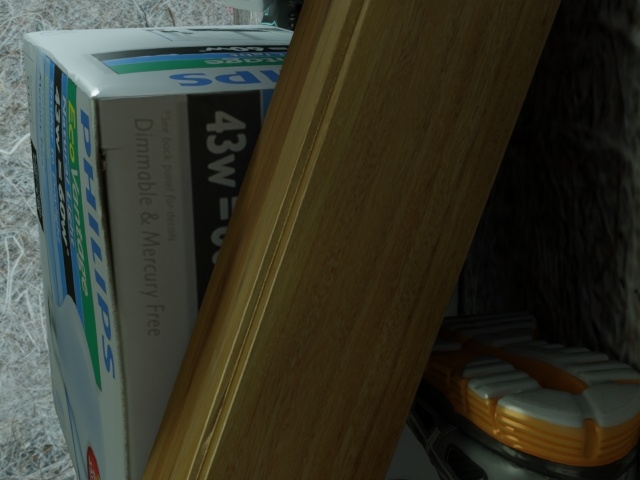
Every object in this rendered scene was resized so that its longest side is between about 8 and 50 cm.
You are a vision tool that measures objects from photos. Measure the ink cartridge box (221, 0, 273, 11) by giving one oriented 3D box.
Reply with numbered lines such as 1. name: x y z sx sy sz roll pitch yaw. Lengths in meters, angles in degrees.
1. ink cartridge box: -0.033 -0.354 0.992 0.225 0.056 0.181 -55 -28 -37

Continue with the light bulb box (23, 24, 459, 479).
1. light bulb box: -0.077 0.032 0.771 0.361 0.225 0.358 -144 50 -64

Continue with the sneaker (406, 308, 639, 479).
1. sneaker: 0.073 0.081 0.462 0.215 0.084 0.083 -138 41 -79

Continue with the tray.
1. tray: 0.000 0.000 0.474 0.203 0.076 0.411 -129 58 -77

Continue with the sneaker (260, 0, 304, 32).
1. sneaker: -0.021 -0.187 1.015 0.267 0.101 0.106 -106 19 -53
